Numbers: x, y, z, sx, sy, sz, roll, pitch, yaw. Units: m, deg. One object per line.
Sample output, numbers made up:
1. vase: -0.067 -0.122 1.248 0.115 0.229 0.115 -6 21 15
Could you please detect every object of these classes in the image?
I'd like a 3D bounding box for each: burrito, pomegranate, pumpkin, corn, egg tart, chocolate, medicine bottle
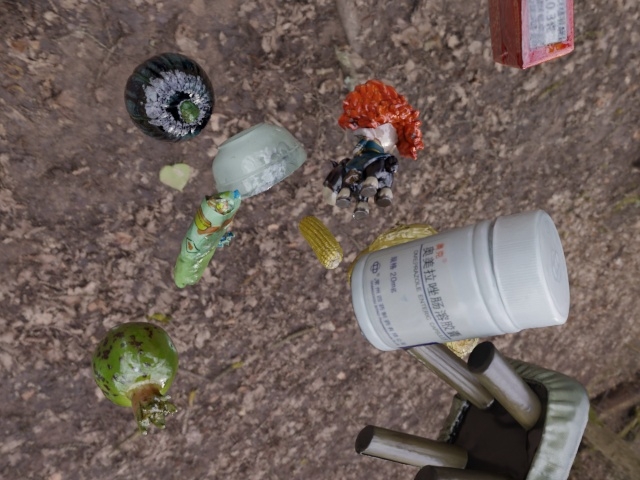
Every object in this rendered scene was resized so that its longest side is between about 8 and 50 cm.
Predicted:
1. burrito: -0.196 -0.003 0.939 0.104 0.054 0.288 -24 161 -42
2. pomegranate: -0.463 0.328 1.343 0.231 0.286 0.231 -8 106 -32
3. pumpkin: -0.394 -0.374 1.433 0.248 0.248 0.248 -26 130 -35
4. corn: 0.000 0.000 0.723 0.037 0.092 0.037 -22 140 -20
5. egg tart: 0.236 0.079 1.415 0.351 0.339 0.153 42 42 -31
6. chocolate: 0.387 -0.454 0.981 0.235 0.108 0.237 -75 157 -68
7. egg tart: 0.332 0.233 1.278 0.130 0.052 0.130 0 92 -12
8. medicine bottle: 0.238 0.075 0.902 0.190 0.332 0.190 30 52 -47

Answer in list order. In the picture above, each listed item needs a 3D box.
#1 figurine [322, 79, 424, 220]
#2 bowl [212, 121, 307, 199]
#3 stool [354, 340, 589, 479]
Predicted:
1. figurine: 0.140 -0.257 1.498 0.241 0.306 0.411 23 83 -17
2. bowl: -0.210 -0.263 1.648 0.307 0.307 0.163 -37 111 -25
3. stool: 0.259 0.323 0.938 0.226 0.310 0.310 32 78 -18
